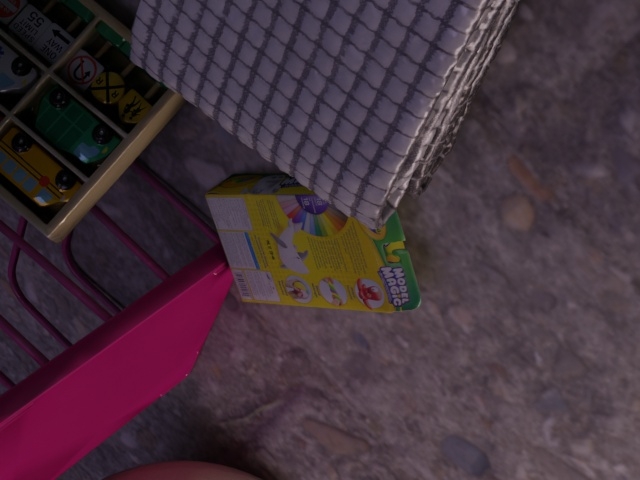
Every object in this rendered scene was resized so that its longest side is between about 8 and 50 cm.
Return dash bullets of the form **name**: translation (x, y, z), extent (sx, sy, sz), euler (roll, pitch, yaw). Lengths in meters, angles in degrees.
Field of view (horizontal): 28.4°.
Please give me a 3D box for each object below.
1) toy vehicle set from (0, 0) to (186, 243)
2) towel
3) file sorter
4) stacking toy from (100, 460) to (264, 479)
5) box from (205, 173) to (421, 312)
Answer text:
- **toy vehicle set**: translation (-0.254, -0.144, 1.010), extent (0.267, 0.166, 0.035), euler (39, 176, 10)
- **towel**: translation (0.011, -0.175, 0.800), extent (0.235, 0.121, 0.283), euler (38, 138, 13)
- **file sorter**: translation (-0.242, 0.074, 1.058), extent (0.182, 0.291, 0.202), euler (41, 137, 13)
- **stacking toy**: translation (-0.190, 0.431, 1.302), extent (0.350, 0.350, 0.480), euler (49, 152, 0)
- **box**: translation (0.000, 0.000, 0.986), extent (0.179, 0.043, 0.105), euler (4, 121, 40)
